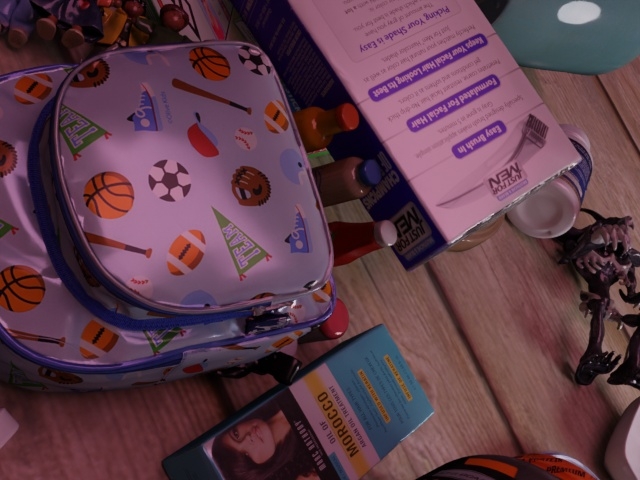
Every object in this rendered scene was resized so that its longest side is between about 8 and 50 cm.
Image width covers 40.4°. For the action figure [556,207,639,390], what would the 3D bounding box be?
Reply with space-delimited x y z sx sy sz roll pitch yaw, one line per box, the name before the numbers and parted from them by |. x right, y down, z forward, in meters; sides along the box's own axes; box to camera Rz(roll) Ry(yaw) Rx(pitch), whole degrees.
action figure | 0.385 0.051 1.112 0.164 0.141 0.276 22 54 -18

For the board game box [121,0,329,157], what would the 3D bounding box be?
board game box | -0.096 -0.226 0.902 0.213 0.046 0.317 -19 80 -46

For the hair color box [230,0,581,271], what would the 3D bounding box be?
hair color box | 0.079 -0.162 0.860 0.185 0.110 0.339 -30 82 -25

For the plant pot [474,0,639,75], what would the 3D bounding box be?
plant pot | 0.294 -0.371 1.183 0.235 0.293 0.293 -8 71 -31

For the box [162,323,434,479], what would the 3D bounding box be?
box | -0.008 0.165 0.738 0.244 0.060 0.101 -27 86 -48

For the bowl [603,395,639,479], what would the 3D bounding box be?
bowl | 0.399 0.274 1.054 0.142 0.053 0.142 54 42 -4

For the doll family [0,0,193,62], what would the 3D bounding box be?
doll family | -0.203 -0.198 0.768 0.193 0.076 0.111 28 54 -24

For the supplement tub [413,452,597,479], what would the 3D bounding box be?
supplement tub | 0.091 0.288 0.649 0.338 0.207 0.207 -10 73 -46

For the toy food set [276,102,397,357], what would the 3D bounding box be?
toy food set | 0.000 0.000 0.781 0.111 0.104 0.232 25 63 -42

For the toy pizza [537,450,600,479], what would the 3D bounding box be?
toy pizza | 0.260 0.323 0.912 0.201 0.032 0.201 23 53 -33

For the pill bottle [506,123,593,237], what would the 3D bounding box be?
pill bottle | 0.309 -0.086 1.152 0.094 0.094 0.169 47 42 -11

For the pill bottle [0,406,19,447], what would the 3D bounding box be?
pill bottle | -0.265 0.080 0.533 0.160 0.087 0.087 50 43 -9

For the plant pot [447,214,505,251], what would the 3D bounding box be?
plant pot | 0.159 -0.116 1.024 0.237 0.109 0.237 22 52 -31

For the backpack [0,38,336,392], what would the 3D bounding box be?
backpack | -0.135 -0.013 0.621 0.263 0.213 0.277 -14 75 -27
